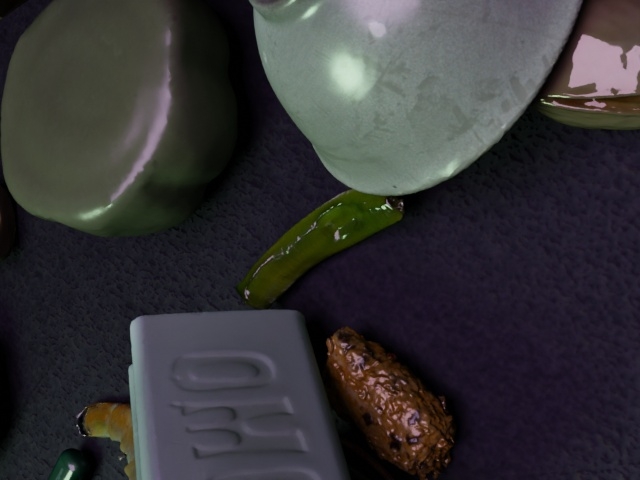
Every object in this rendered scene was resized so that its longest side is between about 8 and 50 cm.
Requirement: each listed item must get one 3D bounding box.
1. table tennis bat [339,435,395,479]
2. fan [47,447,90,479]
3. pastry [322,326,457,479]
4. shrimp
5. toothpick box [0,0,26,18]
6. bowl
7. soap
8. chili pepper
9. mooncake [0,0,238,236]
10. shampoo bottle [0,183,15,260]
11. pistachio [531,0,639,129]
[{"bbox_3d":[0.051,0.227,0.769,0.156,0.013,0.087,33,135,25],"label":"table tennis bat"},{"bbox_3d":[-0.303,0.304,1.012,0.082,0.039,0.155,39,109,29],"label":"fan"},{"bbox_3d":[0.055,0.138,0.762,0.140,0.056,0.080,32,118,28],"label":"pastry"},{"bbox_3d":[-0.220,0.255,0.953,0.166,0.049,0.161,23,100,33],"label":"shrimp"},{"bbox_3d":[-0.200,-0.355,0.828,0.308,0.187,0.190,-8,122,23],"label":"toothpick box"},{"bbox_3d":[0.031,-0.200,0.668,0.313,0.146,0.313,-24,59,48],"label":"bowl"},{"bbox_3d":[-0.067,0.176,0.712,0.265,0.160,0.087,-108,22,-48],"label":"soap"},{"bbox_3d":[0.000,0.000,0.805,0.202,0.050,0.052,-35,87,31],"label":"chili pepper"},{"bbox_3d":[-0.200,-0.133,0.894,0.275,0.135,0.274,-3,84,33],"label":"mooncake"},{"bbox_3d":[-0.536,0.002,1.146,0.350,0.084,0.125,-13,80,34],"label":"shampoo bottle"},{"bbox_3d":[0.206,-0.128,0.632,0.149,0.113,0.113,17,99,38],"label":"pistachio"}]
